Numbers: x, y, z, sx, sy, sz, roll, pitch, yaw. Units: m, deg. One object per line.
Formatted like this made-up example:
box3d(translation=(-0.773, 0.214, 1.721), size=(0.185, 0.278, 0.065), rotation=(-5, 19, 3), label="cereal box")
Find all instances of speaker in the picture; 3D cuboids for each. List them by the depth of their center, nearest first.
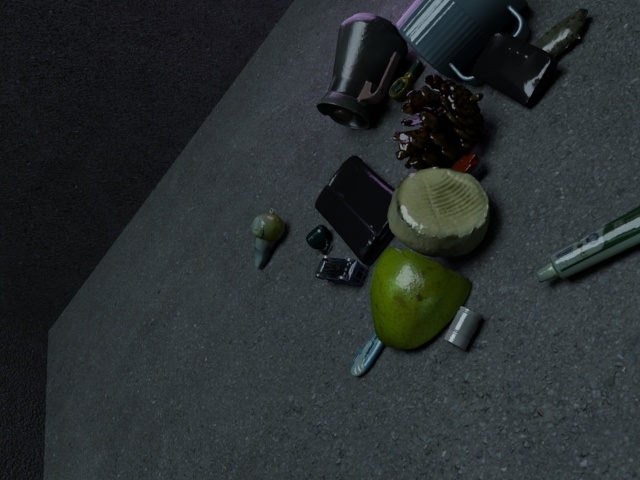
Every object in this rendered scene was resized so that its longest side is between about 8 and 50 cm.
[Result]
box3d(translation=(0.004, 0.002, 2.176), size=(0.075, 0.060, 0.094), rotation=(-42, 70, 23), label="speaker")

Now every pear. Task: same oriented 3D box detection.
box3d(translation=(0.196, 0.147, 1.681), size=(0.288, 0.139, 0.239), rotation=(19, 83, 51), label="pear")

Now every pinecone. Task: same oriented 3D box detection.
box3d(translation=(0.320, -0.319, 1.857), size=(0.309, 0.244, 0.244), rotation=(-47, 31, 37), label="pinecone")

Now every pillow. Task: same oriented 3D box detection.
box3d(translation=(0.614, -0.515, 1.788), size=(0.241, 0.051, 0.093), rotation=(-39, 42, 29), label="pillow")

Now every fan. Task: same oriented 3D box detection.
box3d(translation=(0.294, -0.535, 2.257), size=(0.155, 0.039, 0.082), rotation=(-55, 31, 1), label="fan")

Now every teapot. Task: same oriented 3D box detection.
box3d(translation=(0.153, -0.576, 2.308), size=(0.300, 0.253, 0.343), rotation=(11, 78, 57), label="teapot")

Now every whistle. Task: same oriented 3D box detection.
box3d(translation=(-0.189, -0.007, 2.415), size=(0.123, 0.123, 0.223), rotation=(24, 104, 58), label="whistle")

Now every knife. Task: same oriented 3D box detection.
box3d(translation=(0.145, 0.259, 1.762), size=(0.222, 0.031, 0.064), rotation=(-57, 32, -1), label="knife")

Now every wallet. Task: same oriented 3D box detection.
box3d(translation=(0.517, -0.470, 1.819), size=(0.250, 0.044, 0.149), rotation=(50, 120, 44), label="wallet")
box3d(translation=(0.122, -0.107, 2.090), size=(0.228, 0.062, 0.406), rotation=(-52, 32, 9), label="wallet")

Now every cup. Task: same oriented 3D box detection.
box3d(translation=(0.438, -0.655, 2.019), size=(0.311, 0.331, 0.257), rotation=(-45, 0, 23), label="cup")

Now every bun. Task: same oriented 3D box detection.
box3d(translation=(0.294, -0.055, 1.694), size=(0.152, 0.260, 0.259), rotation=(88, -179, -55), label="bun")

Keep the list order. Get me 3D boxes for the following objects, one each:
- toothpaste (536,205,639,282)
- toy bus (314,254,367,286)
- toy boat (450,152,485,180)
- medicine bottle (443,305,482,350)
box3d(translation=(0.608, -0.015, 1.348), size=(0.392, 0.061, 0.098), rotation=(-33, 38, 29), label="toothpaste")
box3d(translation=(0.058, 0.093, 1.989), size=(0.167, 0.076, 0.073), rotation=(5, 68, 53), label="toy bus")
box3d(translation=(0.372, -0.160, 1.800), size=(0.173, 0.059, 0.069), rotation=(-49, 31, 25), label="toy boat")
box3d(translation=(0.327, 0.201, 1.541), size=(0.057, 0.057, 0.089), rotation=(19, 78, 58), label="medicine bottle")
